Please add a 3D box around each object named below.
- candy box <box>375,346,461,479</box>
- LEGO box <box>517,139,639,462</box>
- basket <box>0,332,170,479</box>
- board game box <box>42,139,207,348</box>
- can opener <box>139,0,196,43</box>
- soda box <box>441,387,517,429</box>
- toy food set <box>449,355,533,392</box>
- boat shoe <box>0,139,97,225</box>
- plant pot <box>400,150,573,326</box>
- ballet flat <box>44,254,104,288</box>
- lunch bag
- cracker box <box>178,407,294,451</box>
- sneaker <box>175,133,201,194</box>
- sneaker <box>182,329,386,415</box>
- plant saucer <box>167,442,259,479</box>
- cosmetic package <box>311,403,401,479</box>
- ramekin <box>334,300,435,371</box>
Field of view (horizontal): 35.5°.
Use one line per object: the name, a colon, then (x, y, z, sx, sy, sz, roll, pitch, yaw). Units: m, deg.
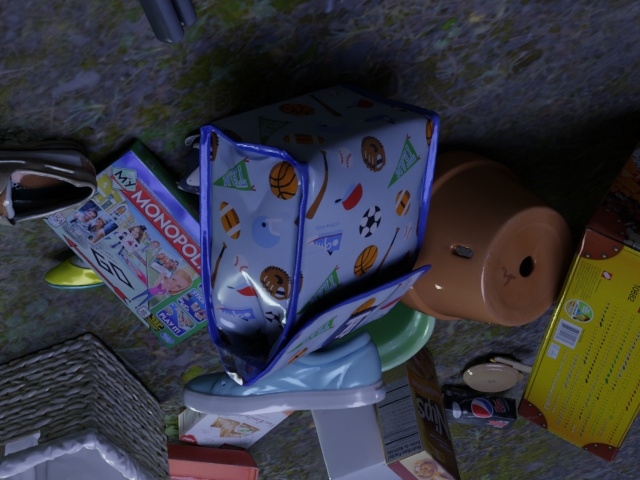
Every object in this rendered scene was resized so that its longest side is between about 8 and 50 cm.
candy box: (0.179, 0.327, 1.970, 0.087, 0.316, 0.183, -25, 136, 17)
LEGO box: (0.544, 0.078, 1.709, 0.193, 0.372, 0.500, 27, 141, 19)
basket: (-0.500, 0.408, 1.971, 0.328, 0.266, 0.331, -20, 136, 11)
board game box: (-0.276, 0.013, 1.662, 0.213, 0.046, 0.317, -33, 110, 24)
can opener: (-0.245, -0.387, 1.317, 0.093, 0.074, 0.280, 11, 145, 31)
soda box: (0.347, 0.375, 2.219, 0.169, 0.053, 0.060, 9, 144, -9)
toy food set: (0.376, 0.292, 2.182, 0.132, 0.038, 0.192, 20, 141, -21)
boat shoe: (-0.487, -0.081, 1.500, 0.302, 0.103, 0.113, -15, 130, -23)
plant pot: (0.274, 0.015, 1.640, 0.291, 0.203, 0.291, -12, 113, -31)
ballet flat: (-0.364, 0.039, 1.751, 0.231, 0.077, 0.077, 1, 115, -16)
lunch bag: (0.000, 0.000, 1.476, 0.328, 0.239, 0.385, -22, 128, -45)
cracker box: (-0.176, 0.364, 2.129, 0.156, 0.067, 0.232, 25, 128, -32)
sneaker: (-0.151, -0.075, 1.598, 0.153, 0.094, 0.235, -9, 109, 18)
sneaker: (-0.070, 0.218, 1.754, 0.366, 0.150, 0.135, -6, -177, 9)
plant saucer: (-0.267, 0.511, 2.227, 0.258, 0.047, 0.259, 6, 150, -2)
cosmetic package: (0.092, 0.374, 2.032, 0.138, 0.224, 0.224, -26, 153, 17)
ramekin: (0.049, 0.109, 1.834, 0.303, 0.148, 0.303, -5, 137, -5)
